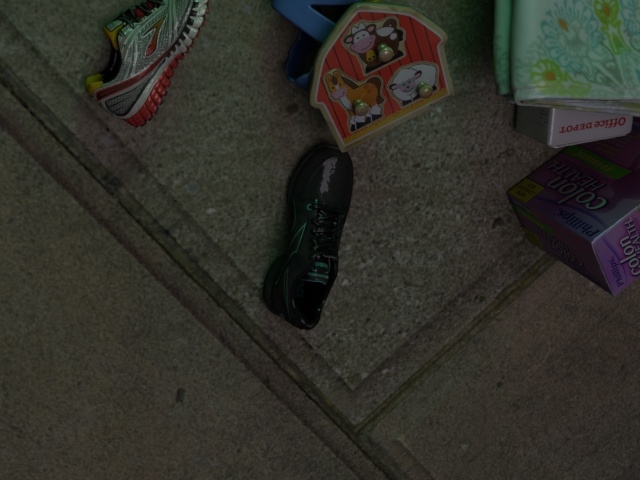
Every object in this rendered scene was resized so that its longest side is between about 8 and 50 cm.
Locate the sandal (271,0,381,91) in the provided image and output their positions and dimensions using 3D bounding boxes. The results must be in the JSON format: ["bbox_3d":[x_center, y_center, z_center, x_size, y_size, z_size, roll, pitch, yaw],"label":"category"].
[{"bbox_3d":[0.001,-0.310,1.113,0.138,0.126,0.317,-22,118,-10],"label":"sandal"}]

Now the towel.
[{"bbox_3d":[0.385,-0.349,1.190,0.320,0.090,0.375,1,90,-22],"label":"towel"}]

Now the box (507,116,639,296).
[{"bbox_3d":[0.455,-0.068,1.372,0.243,0.213,0.117,-37,123,-5],"label":"box"}]

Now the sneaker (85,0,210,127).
[{"bbox_3d":[-0.202,-0.248,1.063,0.092,0.088,0.225,24,100,-30],"label":"sneaker"}]

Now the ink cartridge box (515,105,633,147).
[{"bbox_3d":[0.382,-0.262,1.322,0.160,0.092,0.219,-10,116,-22],"label":"ink cartridge box"}]

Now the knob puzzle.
[{"bbox_3d":[0.074,-0.211,1.121,0.213,0.030,0.213,-12,134,-13],"label":"knob puzzle"}]

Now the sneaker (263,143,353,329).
[{"bbox_3d":[0.000,0.000,1.258,0.101,0.106,0.267,7,108,-26],"label":"sneaker"}]
